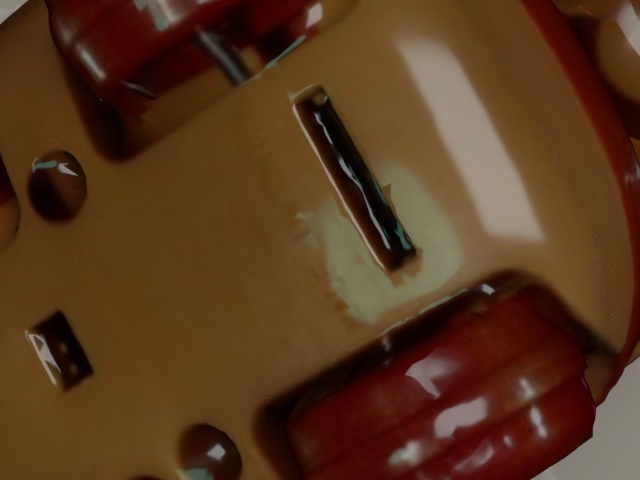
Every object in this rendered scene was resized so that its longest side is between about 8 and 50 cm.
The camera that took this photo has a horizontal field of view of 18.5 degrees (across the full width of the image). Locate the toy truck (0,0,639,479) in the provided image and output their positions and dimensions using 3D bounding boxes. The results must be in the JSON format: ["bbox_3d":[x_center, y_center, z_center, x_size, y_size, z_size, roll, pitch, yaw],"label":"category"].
[{"bbox_3d":[0.000,0.000,0.581,0.265,0.239,0.189,-31,85,28],"label":"toy truck"}]
